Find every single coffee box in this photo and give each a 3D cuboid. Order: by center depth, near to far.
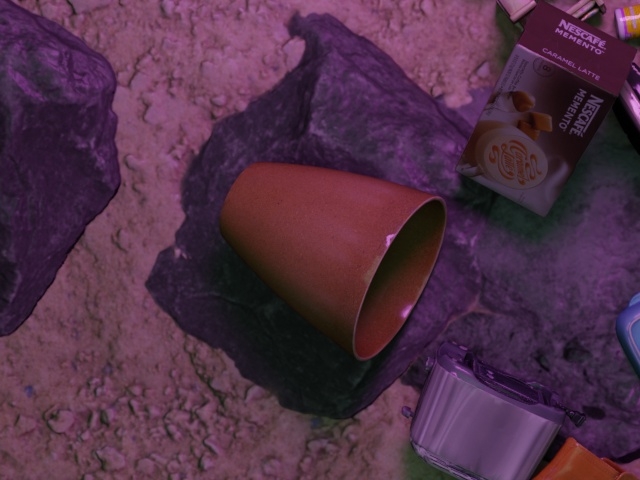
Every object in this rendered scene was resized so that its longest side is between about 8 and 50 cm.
[{"bbox_3d":[0.282,-0.162,1.710,0.141,0.098,0.246,28,142,4],"label":"coffee box"}]

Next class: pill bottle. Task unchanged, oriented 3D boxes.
[{"bbox_3d":[0.431,-0.291,1.772,0.083,0.043,0.043,-10,94,10],"label":"pill bottle"}]

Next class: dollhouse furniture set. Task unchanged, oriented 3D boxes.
[{"bbox_3d":[0.326,-0.326,1.726,0.182,0.161,0.101,-36,89,11],"label":"dollhouse furniture set"}]

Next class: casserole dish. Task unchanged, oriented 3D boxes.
[{"bbox_3d":[0.477,0.153,1.812,0.114,0.037,0.188,-28,90,10],"label":"casserole dish"}]

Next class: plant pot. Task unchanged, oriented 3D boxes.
[{"bbox_3d":[0.000,0.000,1.789,0.254,0.237,0.237,26,99,20],"label":"plant pot"}]

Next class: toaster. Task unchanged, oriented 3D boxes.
[{"bbox_3d":[0.226,0.247,1.814,0.227,0.129,0.146,25,102,0],"label":"toaster"}]

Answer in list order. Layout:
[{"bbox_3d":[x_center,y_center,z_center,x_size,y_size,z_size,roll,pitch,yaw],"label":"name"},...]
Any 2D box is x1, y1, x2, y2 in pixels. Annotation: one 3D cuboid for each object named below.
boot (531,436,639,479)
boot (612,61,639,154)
[{"bbox_3d":[0.374,0.413,1.801,0.295,0.104,0.211,43,86,-24],"label":"boot"},{"bbox_3d":[0.575,-0.141,1.719,0.284,0.138,0.377,-41,84,7],"label":"boot"}]
